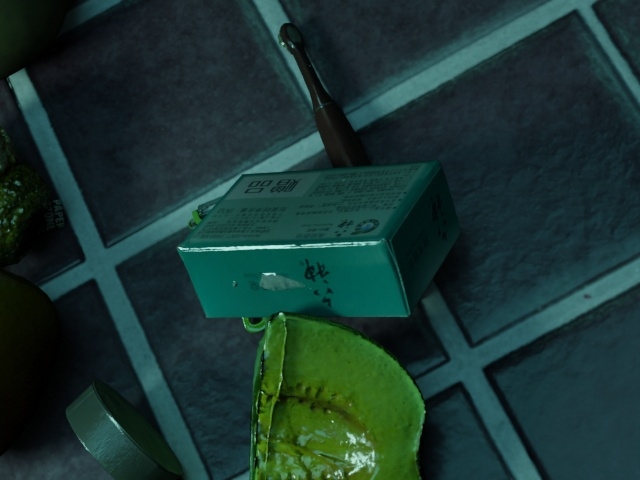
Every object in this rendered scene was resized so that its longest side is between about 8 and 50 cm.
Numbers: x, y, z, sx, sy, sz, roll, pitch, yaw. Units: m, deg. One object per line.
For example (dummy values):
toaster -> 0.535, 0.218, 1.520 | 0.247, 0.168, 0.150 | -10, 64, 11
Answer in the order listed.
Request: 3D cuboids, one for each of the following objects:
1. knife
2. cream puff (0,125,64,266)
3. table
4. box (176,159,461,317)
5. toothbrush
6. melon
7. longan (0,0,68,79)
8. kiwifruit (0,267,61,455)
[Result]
knife -> -0.094, 0.025, 1.486 | 0.078, 0.022, 0.166 | -23, 67, 11
cream puff -> -0.375, -0.048, 1.516 | 0.169, 0.183, 0.183 | 27, 80, 2
table -> -0.202, 0.207, 1.391 | 0.043, 0.133, 0.133 | -43, 68, -1
box -> 0.000, 0.000, 1.363 | 0.245, 0.092, 0.153 | -1, 32, 31
toothbrush -> 0.028, -0.095, 1.484 | 0.041, 0.041, 0.364 | -26, 68, 4
melon -> 0.015, 0.205, 1.349 | 0.169, 0.129, 0.265 | 3, 87, -8
longan -> -0.395, -0.285, 1.574 | 0.220, 0.196, 0.196 | -40, 67, -14
kiwifruit -> -0.383, 0.136, 1.429 | 0.196, 0.196, 0.234 | 16, 84, 18
